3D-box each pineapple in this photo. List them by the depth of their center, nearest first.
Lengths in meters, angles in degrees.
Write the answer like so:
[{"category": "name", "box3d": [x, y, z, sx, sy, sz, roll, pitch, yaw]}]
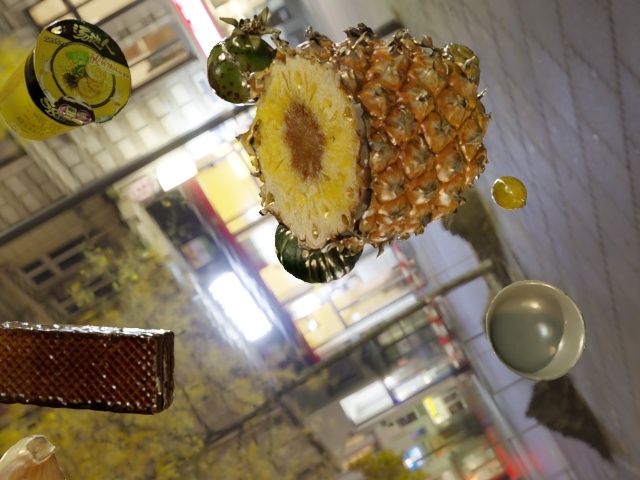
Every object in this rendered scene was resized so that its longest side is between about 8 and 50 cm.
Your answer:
[{"category": "pineapple", "box3d": [0.072, -0.156, 1.415, 0.352, 0.300, 0.352, 22, 121, 42]}]

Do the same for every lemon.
[{"category": "lemon", "box3d": [0.357, -0.088, 1.831, 0.083, 0.062, 0.062, 50, 174, 40]}]

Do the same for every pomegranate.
[{"category": "pomegranate", "box3d": [-0.137, -0.323, 1.771, 0.148, 0.148, 0.169, 62, 160, 21]}]

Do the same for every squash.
[{"category": "squash", "box3d": [0.000, -0.002, 2.241, 0.172, 0.218, 0.218, 62, -179, -39]}]

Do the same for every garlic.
[{"category": "garlic", "box3d": [-0.460, 0.405, 1.586, 0.115, 0.128, 0.206, 31, 155, 49]}]

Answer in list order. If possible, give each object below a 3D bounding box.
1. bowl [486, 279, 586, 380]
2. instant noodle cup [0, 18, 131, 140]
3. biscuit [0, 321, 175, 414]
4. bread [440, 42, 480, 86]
[{"category": "bowl", "box3d": [0.386, 0.173, 1.797, 0.189, 0.189, 0.086, 61, 165, 12]}, {"category": "instant noodle cup", "box3d": [-0.525, -0.301, 1.949, 0.215, 0.236, 0.215, 15, -113, -38]}, {"category": "biscuit", "box3d": [-0.318, 0.166, 1.290, 0.070, 0.252, 0.106, -9, -78, -78]}, {"category": "bread", "box3d": [0.209, -0.255, 1.780, 0.088, 0.232, 0.128, 35, 170, 40]}]
